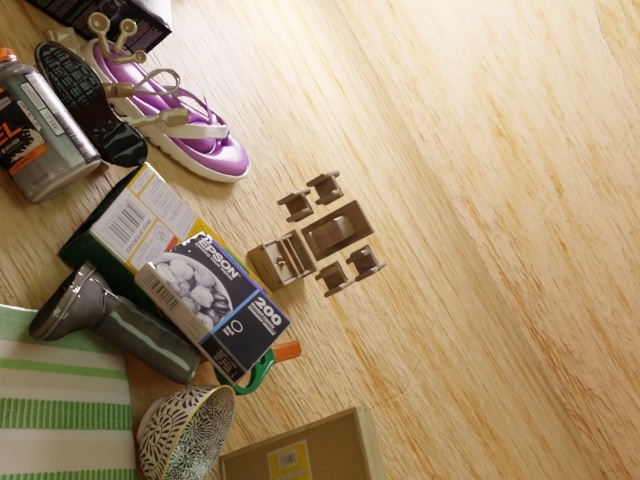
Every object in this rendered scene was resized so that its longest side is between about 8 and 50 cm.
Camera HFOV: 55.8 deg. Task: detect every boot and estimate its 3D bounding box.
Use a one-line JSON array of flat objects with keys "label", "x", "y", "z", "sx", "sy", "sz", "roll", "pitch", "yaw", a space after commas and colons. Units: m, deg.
[{"label": "boot", "x": -0.370, "y": -0.199, "z": 0.940, "sx": 0.082, "sy": 0.106, "sz": 0.219, "roll": -46, "pitch": 116, "yaw": -27}, {"label": "boot", "x": -0.256, "y": 0.128, "z": 0.792, "sx": 0.208, "sy": 0.076, "sz": 0.189, "roll": 48, "pitch": 14, "yaw": -17}]

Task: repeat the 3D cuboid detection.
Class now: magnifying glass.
[{"label": "magnifying glass", "x": -0.095, "y": 0.188, "z": 0.967, "sx": 0.231, "sy": 0.026, "sz": 0.092, "roll": 3, "pitch": 69, "yaw": -62}]

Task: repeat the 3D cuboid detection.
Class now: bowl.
[{"label": "bowl", "x": -0.192, "y": 0.260, "z": 0.814, "sx": 0.170, "sy": 0.080, "sz": 0.170, "roll": -55, "pitch": 156, "yaw": -39}]

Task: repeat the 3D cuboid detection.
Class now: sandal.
[{"label": "sandal", "x": -0.265, "y": -0.242, "z": 1.167, "sx": 0.416, "sy": 0.102, "sz": 0.169, "roll": 32, "pitch": 39, "yaw": -44}]

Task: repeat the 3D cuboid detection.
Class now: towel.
[{"label": "towel", "x": -0.321, "y": 0.234, "z": 0.700, "sx": 0.248, "sy": 0.038, "sz": 0.324, "roll": 24, "pitch": 43, "yaw": -52}]

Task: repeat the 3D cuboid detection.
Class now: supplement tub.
[{"label": "supplement tub", "x": -0.405, "y": -0.158, "z": 0.832, "sx": 0.190, "sy": 0.117, "sz": 0.117, "roll": 55, "pitch": 28, "yaw": -10}]

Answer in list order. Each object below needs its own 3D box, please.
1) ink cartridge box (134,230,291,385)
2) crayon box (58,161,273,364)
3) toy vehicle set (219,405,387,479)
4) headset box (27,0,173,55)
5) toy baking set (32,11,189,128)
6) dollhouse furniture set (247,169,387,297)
[{"label": "ink cartridge box", "x": -0.142, "y": 0.084, "z": 0.911, "sx": 0.206, "sy": 0.045, "sz": 0.208, "roll": 46, "pitch": 27, "yaw": 0}, {"label": "crayon box", "x": -0.228, "y": 0.057, "z": 0.970, "sx": 0.323, "sy": 0.083, "sz": 0.203, "roll": 48, "pitch": 30, "yaw": -22}, {"label": "toy vehicle set", "x": -0.029, "y": 0.349, "z": 0.835, "sx": 0.035, "sy": 0.267, "sz": 0.165, "roll": 26, "pitch": 44, "yaw": -47}, {"label": "headset box", "x": -0.426, "y": -0.508, "z": 1.111, "sx": 0.283, "sy": 0.131, "sz": 0.246, "roll": 27, "pitch": 43, "yaw": -48}, {"label": "toy baking set", "x": -0.345, "y": -0.270, "z": 1.029, "sx": 0.196, "sy": 0.030, "sz": 0.256, "roll": -48, "pitch": 114, "yaw": -23}, {"label": "dollhouse furniture set", "x": 0.000, "y": 0.000, "z": 1.240, "sx": 0.212, "sy": 0.242, "sz": 0.161, "roll": 63, "pitch": 27, "yaw": 2}]
